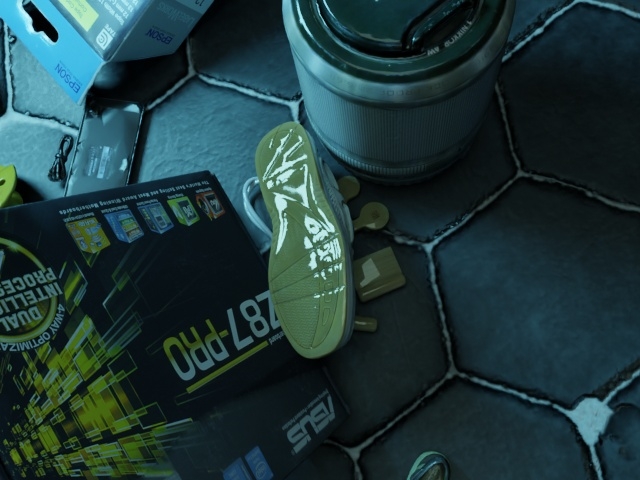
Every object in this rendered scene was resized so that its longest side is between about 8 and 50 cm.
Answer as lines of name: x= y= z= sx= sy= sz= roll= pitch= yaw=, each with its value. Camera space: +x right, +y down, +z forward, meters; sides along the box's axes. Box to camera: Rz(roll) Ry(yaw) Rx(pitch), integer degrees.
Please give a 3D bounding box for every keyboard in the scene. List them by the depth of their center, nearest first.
keyboard: x=-0.294 y=-0.100 z=0.936 sx=0.108 sy=0.023 sz=0.180 roll=8 pitch=75 yaw=3

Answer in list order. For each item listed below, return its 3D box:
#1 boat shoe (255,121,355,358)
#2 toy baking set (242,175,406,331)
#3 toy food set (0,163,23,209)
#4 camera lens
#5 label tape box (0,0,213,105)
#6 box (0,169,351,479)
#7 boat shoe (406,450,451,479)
boat shoe: x=0.000 y=0.000 z=0.804 sx=0.098 sy=0.096 sz=0.277 roll=-21 pitch=62 yaw=25
toy baking set: x=-0.026 y=0.014 z=0.869 sx=0.256 sy=0.030 sz=0.197 roll=1 pitch=69 yaw=1
toy food set: x=-0.465 y=-0.016 z=0.917 sx=0.217 sy=0.071 sz=0.128 roll=-29 pitch=50 yaw=-3
camera lens: x=0.082 y=-0.199 z=0.778 sx=0.219 sy=0.274 sz=0.220 roll=-2 pitch=73 yaw=5
label tape box: x=-0.258 y=-0.380 z=0.946 sx=0.249 sy=0.115 sz=0.348 roll=47 pitch=108 yaw=16
box: x=-0.161 y=0.110 z=0.650 sx=0.097 sy=0.395 sz=0.318 roll=-31 pitch=85 yaw=29
boat shoe: x=0.095 y=0.296 z=0.766 sx=0.056 sy=0.049 sz=0.152 roll=20 pitch=79 yaw=11
